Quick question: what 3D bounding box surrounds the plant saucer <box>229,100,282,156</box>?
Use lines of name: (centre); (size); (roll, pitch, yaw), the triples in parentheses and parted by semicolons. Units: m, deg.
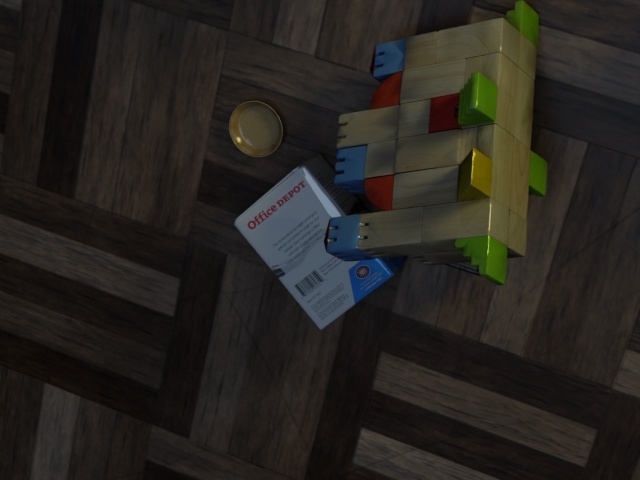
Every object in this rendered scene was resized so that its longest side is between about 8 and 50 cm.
plant saucer: (-0.091, -0.163, 1.927); (0.083, 0.015, 0.083); (7, 111, 18)

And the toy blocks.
toy blocks: (0.136, -0.118, 1.731); (0.261, 0.191, 0.381); (-6, 70, 36)

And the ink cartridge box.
ink cartridge box: (0.000, 0.000, 1.909); (0.148, 0.086, 0.203); (-38, 91, 26)

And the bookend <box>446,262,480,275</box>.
bookend: (0.175, -0.054, 1.834); (0.156, 0.072, 0.157); (19, 113, 14)
